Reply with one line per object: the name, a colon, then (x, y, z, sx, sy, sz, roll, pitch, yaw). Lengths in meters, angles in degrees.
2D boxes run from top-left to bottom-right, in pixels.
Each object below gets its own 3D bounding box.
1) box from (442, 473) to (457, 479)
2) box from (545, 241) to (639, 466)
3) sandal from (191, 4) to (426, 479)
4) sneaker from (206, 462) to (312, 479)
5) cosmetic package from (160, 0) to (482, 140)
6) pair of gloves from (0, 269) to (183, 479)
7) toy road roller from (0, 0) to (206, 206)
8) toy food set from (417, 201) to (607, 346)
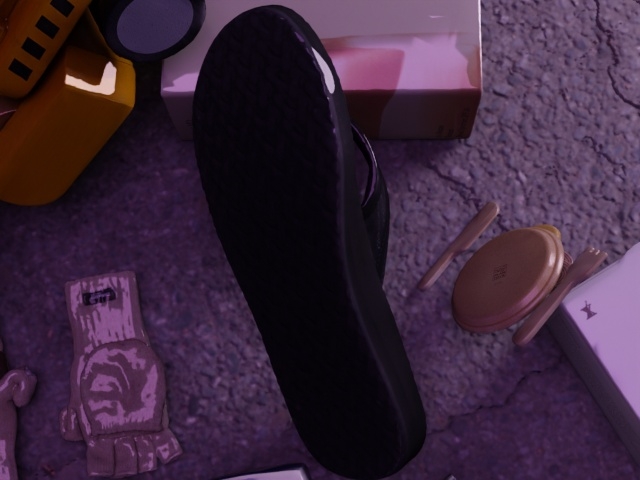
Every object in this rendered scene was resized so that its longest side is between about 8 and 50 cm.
box: (0.159, 0.288, 1.109, 0.056, 0.231, 0.183, -43, 80, -3)
box: (0.333, 0.090, 1.198, 0.181, 0.119, 0.182, -32, 80, -4)
sandal: (-0.002, 0.001, 1.175, 0.167, 0.107, 0.446, -1, 112, 36)
sneaker: (-0.132, 0.324, 1.174, 0.315, 0.127, 0.182, -19, 83, 5)
cosmetic package: (0.003, -0.176, 1.243, 0.296, 0.153, 0.129, 0, 78, 3)
pair of gloves: (-0.267, 0.151, 1.243, 0.240, 0.042, 0.204, -18, 76, -4)
toy road roller: (-0.285, -0.208, 1.147, 0.329, 0.240, 0.203, -48, 52, 28)
toy food set: (0.181, 0.038, 1.204, 0.132, 0.192, 0.038, -48, 119, -5)
